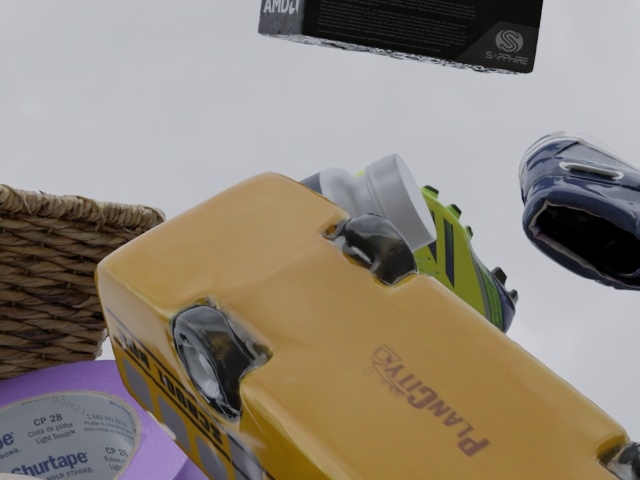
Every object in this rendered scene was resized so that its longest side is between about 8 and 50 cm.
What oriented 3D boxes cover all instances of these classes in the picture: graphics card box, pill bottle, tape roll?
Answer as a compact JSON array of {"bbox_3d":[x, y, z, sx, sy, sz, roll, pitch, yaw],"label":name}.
[{"bbox_3d":[0.089,-0.333,1.254,0.233,0.094,0.371,4,-85,-29],"label":"graphics card box"},{"bbox_3d":[0.000,0.000,1.278,0.180,0.108,0.108,-25,-54,11],"label":"pill bottle"},{"bbox_3d":[-0.203,0.196,1.075,0.275,0.275,0.090,-16,-64,4],"label":"tape roll"}]

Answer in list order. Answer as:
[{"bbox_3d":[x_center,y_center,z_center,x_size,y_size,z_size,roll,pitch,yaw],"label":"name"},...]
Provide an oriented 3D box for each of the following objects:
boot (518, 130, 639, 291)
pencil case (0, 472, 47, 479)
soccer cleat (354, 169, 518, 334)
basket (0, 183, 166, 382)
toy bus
[{"bbox_3d":[0.189,0.012,0.803,0.190,0.086,0.069,24,-63,-2],"label":"boot"},{"bbox_3d":[-0.175,0.269,0.600,0.183,0.410,0.160,3,-60,10],"label":"pencil case"},{"bbox_3d":[0.124,0.034,1.733,0.289,0.093,0.121,47,-114,-32],"label":"soccer cleat"},{"bbox_3d":[-0.316,-0.006,1.260,0.299,0.213,0.223,8,-59,-38],"label":"basket"},{"bbox_3d":[0.032,0.093,0.651,0.108,0.332,0.130,-29,-44,-24],"label":"toy bus"}]
